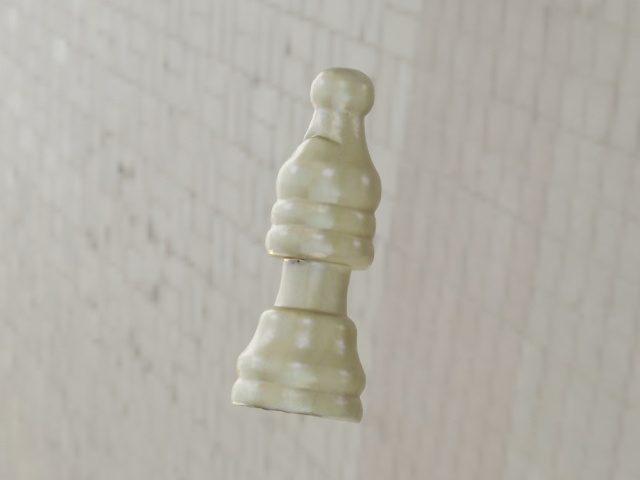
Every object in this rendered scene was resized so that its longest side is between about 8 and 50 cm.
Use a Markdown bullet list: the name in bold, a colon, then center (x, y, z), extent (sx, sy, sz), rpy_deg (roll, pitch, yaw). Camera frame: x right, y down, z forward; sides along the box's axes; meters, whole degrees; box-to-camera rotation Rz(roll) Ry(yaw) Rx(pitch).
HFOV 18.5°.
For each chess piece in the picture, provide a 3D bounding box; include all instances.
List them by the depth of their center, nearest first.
- **chess piece**: center (0.000, 0.000, 0.518), extent (0.035, 0.035, 0.092), rpy_deg (176, 103, -70)
